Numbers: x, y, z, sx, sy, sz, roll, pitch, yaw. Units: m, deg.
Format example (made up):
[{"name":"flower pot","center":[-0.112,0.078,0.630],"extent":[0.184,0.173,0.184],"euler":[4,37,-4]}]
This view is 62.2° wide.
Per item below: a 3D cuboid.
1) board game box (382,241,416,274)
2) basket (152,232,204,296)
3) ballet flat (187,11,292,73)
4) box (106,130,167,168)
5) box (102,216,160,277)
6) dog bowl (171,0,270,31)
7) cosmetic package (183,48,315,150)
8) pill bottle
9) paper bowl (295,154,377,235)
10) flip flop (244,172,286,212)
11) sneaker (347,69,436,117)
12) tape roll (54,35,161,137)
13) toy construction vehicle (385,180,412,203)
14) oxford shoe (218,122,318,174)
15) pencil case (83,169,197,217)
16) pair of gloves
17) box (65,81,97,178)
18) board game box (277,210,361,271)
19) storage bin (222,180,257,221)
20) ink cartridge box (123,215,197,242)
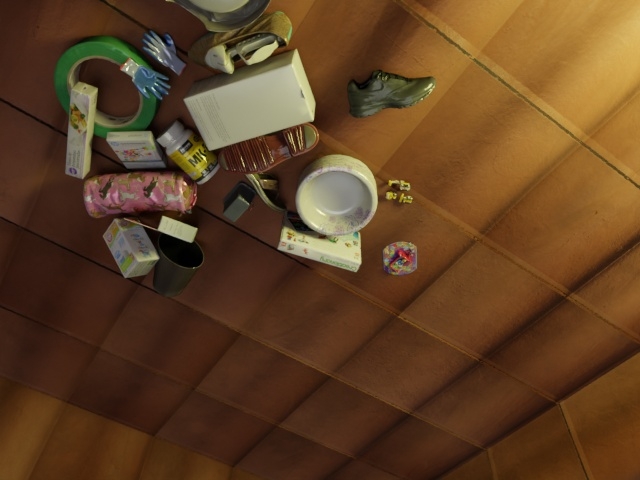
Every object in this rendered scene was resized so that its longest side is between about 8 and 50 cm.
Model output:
[{"name":"board game box","center":[0.317,0.083,2.111],"extent":[0.133,0.033,0.169],"euler":[-4,125,6]},{"name":"basket","center":[-0.577,0.108,2.102],"extent":[0.204,0.154,0.227],"euler":[42,131,14]},{"name":"ballet flat","center":[-0.243,-0.574,1.594],"extent":[0.341,0.124,0.116],"euler":[-14,156,10]},{"name":"box","center":[-0.622,-0.307,1.812],"extent":[0.145,0.038,0.186],"euler":[-1,157,1]},{"name":"box","center":[-0.719,0.024,2.012],"extent":[0.114,0.103,0.203],"euler":[-43,71,30]},{"name":"dog bowl","center":[-0.287,-0.772,1.474],"extent":[0.348,0.102,0.349],"euler":[2,127,2]},{"name":"cosmetic package","center":[-0.217,-0.441,1.680],"extent":[0.365,0.155,0.197],"euler":[-13,125,11]},{"name":"pill bottle","center":[-0.450,-0.303,1.814],"extent":[0.119,0.119,0.208],"euler":[-32,119,23]},{"name":"paper bowl","center":[0.056,-0.169,1.869],"extent":[0.283,0.148,0.285],"euler":[2,127,2]},{"name":"flip flop","center":[-0.199,-0.210,1.890],"extent":[0.080,0.112,0.277],"euler":[-32,114,7]},{"name":"sneaker","center":[0.218,-0.478,1.666],"extent":[0.286,0.109,0.130],"euler":[-13,118,10]},{"name":"tape roll","center":[-0.684,-0.489,1.717],"extent":[0.320,0.077,0.322],"euler":[1,126,1]},{"name":"toy construction vehicle","center":[0.289,-0.178,1.926],"extent":[0.098,0.035,0.086],"euler":[7,137,1]},{"name":"oxford shoe","center":[-0.169,-0.302,1.782],"extent":[0.347,0.130,0.123],"euler":[-13,102,6]},{"name":"pencil case","center":[-0.646,-0.165,1.905],"extent":[0.385,0.160,0.167],"euler":[-1,102,4]},{"name":"pair of gloves","center":[-0.509,-0.543,1.641],"extent":[0.159,0.023,0.198],"euler":[38,83,-34]},{"name":"box","center":[-0.783,-0.354,1.734],"extent":[0.063,0.067,0.324],"euler":[18,127,-9]},{"name":"board game box","center":[0.000,0.000,1.968],"extent":[0.305,0.193,0.053],"euler":[17,125,-9]},{"name":"storage bin","center":[-0.298,-0.132,1.950],"extent":[0.098,0.091,0.135],"euler":[36,121,-21]},{"name":"ink cartridge box","center":[-0.569,-0.058,1.923],"extent":[0.238,0.275,0.060],"euler":[22,86,-12]}]
